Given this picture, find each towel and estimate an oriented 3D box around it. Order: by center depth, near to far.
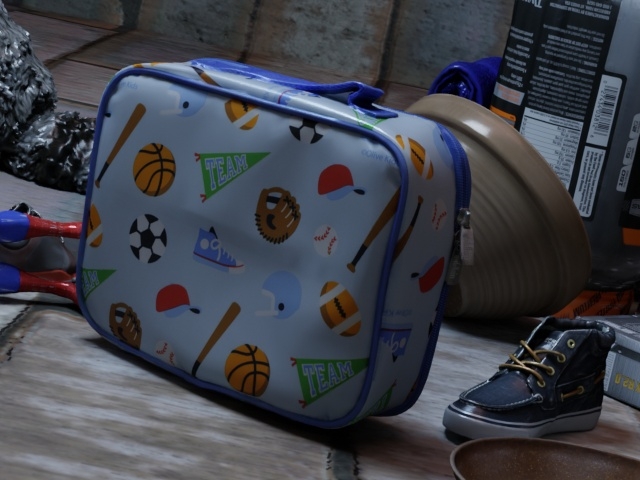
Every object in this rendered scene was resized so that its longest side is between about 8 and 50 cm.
[{"bbox_3d":[0.136,-0.086,2.023,0.076,0.228,0.308,33,14,8],"label":"towel"}]

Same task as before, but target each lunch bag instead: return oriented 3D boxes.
[{"bbox_3d":[-0.033,-0.009,1.374,0.303,0.243,0.115,18,13,32],"label":"lunch bag"}]

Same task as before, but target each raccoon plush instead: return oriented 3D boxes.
[{"bbox_3d":[-0.337,-0.238,2.059,0.446,0.299,0.216,13,11,5],"label":"raccoon plush"}]

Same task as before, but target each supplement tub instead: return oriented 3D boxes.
[{"bbox_3d":[0.266,-0.100,1.892,0.207,0.338,0.207,12,11,-2],"label":"supplement tub"}]

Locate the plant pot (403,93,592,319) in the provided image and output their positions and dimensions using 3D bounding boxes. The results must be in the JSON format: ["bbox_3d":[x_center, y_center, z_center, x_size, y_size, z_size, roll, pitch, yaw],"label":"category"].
[{"bbox_3d":[0.126,-0.009,1.747,0.109,0.237,0.237,-38,38,-25],"label":"plant pot"}]

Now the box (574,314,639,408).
[{"bbox_3d":[0.349,0.122,1.603,0.183,0.056,0.231,2,15,-44],"label":"box"}]

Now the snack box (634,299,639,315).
[{"bbox_3d":[0.345,0.081,1.889,0.064,0.022,0.178,15,11,10],"label":"snack box"}]

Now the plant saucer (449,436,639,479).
[{"bbox_3d":[0.176,0.175,1.209,0.198,0.036,0.198,11,10,-2],"label":"plant saucer"}]

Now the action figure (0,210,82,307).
[{"bbox_3d":[-0.292,0.005,1.422,0.280,0.092,0.139,7,3,-23],"label":"action figure"}]

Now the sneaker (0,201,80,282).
[{"bbox_3d":[-0.237,0.001,1.577,0.061,0.065,0.158,16,12,19],"label":"sneaker"}]

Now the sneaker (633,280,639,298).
[{"bbox_3d":[0.309,-0.003,2.075,0.276,0.098,0.135,12,13,10],"label":"sneaker"}]

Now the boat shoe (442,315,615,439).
[{"bbox_3d":[0.158,0.102,1.432,0.065,0.083,0.183,19,14,35],"label":"boat shoe"}]
